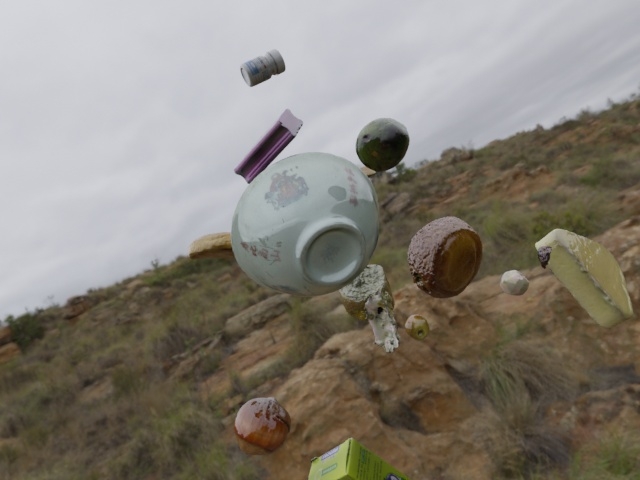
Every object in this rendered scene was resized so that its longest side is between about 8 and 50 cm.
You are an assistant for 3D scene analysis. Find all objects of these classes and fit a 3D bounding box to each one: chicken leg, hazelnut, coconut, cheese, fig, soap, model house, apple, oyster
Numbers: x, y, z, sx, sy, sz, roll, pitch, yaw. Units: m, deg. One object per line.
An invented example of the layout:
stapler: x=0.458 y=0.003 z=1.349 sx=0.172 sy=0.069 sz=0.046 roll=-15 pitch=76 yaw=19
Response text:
chicken leg: x=0.640 y=0.044 z=1.550 sx=0.038 sy=0.062 sz=0.145 roll=5 pitch=12 yaw=17
hazelnut: x=-0.187 y=0.583 z=1.698 sx=0.182 sy=0.182 sz=0.182 roll=-25 pitch=-4 yaw=-2
coconut: x=0.816 y=0.178 z=2.297 sx=0.125 sy=0.110 sz=0.110 roll=15 pitch=-29 yaw=-35
cheese: x=0.981 y=0.108 z=1.960 sx=0.384 sy=0.384 sz=0.104 roll=-20 pitch=-22 yaw=-50
fig: x=0.158 y=-0.242 z=1.309 sx=0.123 sy=0.123 sz=0.156 roll=-28 pitch=15 yaw=36
soap: x=-0.140 y=-0.254 z=1.465 sx=0.203 sy=0.065 sz=0.122 roll=-42 pitch=15 yaw=28
model house: x=0.155 y=-0.239 z=2.126 sx=0.088 sy=0.100 sz=0.100 roll=-19 pitch=27 yaw=-33
apple: x=0.322 y=0.290 z=1.799 sx=0.084 sy=0.083 sz=0.071 roll=-25 pitch=27 yaw=-8
oyster: x=0.197 y=0.242 z=1.664 sx=0.072 sy=0.209 sz=0.133 roll=-25 pitch=0 yaw=-34

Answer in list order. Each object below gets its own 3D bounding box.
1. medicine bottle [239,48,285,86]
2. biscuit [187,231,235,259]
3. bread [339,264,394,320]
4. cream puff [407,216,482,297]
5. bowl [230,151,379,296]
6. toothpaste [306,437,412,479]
medicine bottle: x=-0.240 y=-0.714 z=2.245 sx=0.168 sy=0.105 sz=0.105 roll=-31 pitch=-3 yaw=-16
biscuit: x=-0.314 y=0.018 z=1.914 sx=0.213 sy=0.091 sz=0.274 roll=-16 pitch=-16 yaw=38
bread: x=0.178 y=0.215 z=2.093 sx=0.196 sy=0.176 sz=0.246 roll=-15 pitch=-36 yaw=10
cream puff: x=0.427 y=0.056 z=1.912 sx=0.303 sy=0.302 sz=0.212 roll=-22 pitch=24 yaw=-35
bowl: x=0.000 y=0.000 z=1.424 sx=0.435 sy=0.434 sz=0.196 roll=-24 pitch=32 yaw=-11
toothpaste: x=0.132 y=0.489 z=0.981 sx=0.110 sy=0.327 sz=0.077 roll=-41 pitch=18 yaw=32
